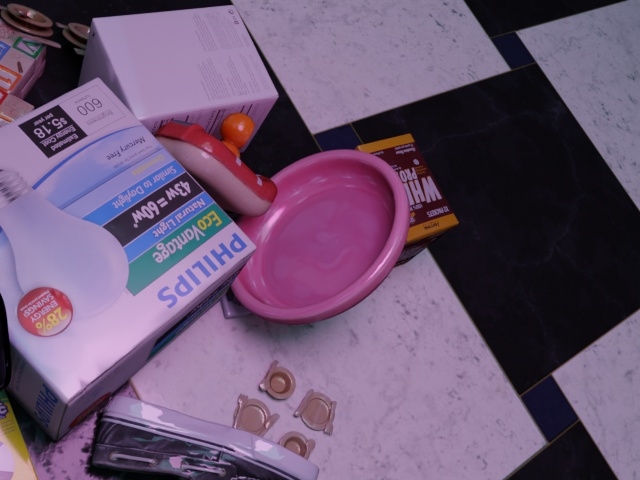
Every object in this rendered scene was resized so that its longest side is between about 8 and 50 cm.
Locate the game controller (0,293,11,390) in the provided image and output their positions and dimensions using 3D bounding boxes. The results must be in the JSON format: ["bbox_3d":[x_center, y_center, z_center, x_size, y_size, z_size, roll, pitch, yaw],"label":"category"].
[{"bbox_3d":[-0.505,0.074,0.890,0.319,0.167,0.067,19,19,23],"label":"game controller"}]

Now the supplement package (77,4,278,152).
[{"bbox_3d":[-0.255,-0.261,1.256,0.262,0.198,0.199,-17,74,-32],"label":"supplement package"}]

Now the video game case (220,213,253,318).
[{"bbox_3d":[-0.111,0.036,1.282,0.173,0.022,0.191,-7,68,-29],"label":"video game case"}]

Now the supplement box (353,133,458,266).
[{"bbox_3d":[0.118,-0.060,1.339,0.129,0.191,0.194,-18,75,-33],"label":"supplement box"}]

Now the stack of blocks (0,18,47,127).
[{"bbox_3d":[-0.556,-0.219,1.156,0.171,0.087,0.297,27,56,-12],"label":"stack of blocks"}]

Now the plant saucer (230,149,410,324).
[{"bbox_3d":[0.000,0.000,1.194,0.084,0.332,0.332,52,42,-46],"label":"plant saucer"}]

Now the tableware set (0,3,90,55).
[{"bbox_3d":[-0.453,-0.375,1.247,0.194,0.039,0.128,7,31,-45],"label":"tableware set"}]

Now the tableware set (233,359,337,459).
[{"bbox_3d":[-0.055,0.288,1.182,0.168,0.020,0.141,36,55,-6],"label":"tableware set"}]

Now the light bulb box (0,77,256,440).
[{"bbox_3d":[-0.357,0.023,1.046,0.361,0.225,0.358,46,55,3],"label":"light bulb box"}]

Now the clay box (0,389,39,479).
[{"bbox_3d":[-0.462,0.301,0.958,0.127,0.053,0.222,-19,76,-33],"label":"clay box"}]

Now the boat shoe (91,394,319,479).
[{"bbox_3d":[-0.172,0.334,1.059,0.335,0.121,0.119,18,66,-5],"label":"boat shoe"}]

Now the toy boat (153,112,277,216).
[{"bbox_3d":[-0.155,-0.141,1.174,0.231,0.151,0.151,43,70,-49],"label":"toy boat"}]
